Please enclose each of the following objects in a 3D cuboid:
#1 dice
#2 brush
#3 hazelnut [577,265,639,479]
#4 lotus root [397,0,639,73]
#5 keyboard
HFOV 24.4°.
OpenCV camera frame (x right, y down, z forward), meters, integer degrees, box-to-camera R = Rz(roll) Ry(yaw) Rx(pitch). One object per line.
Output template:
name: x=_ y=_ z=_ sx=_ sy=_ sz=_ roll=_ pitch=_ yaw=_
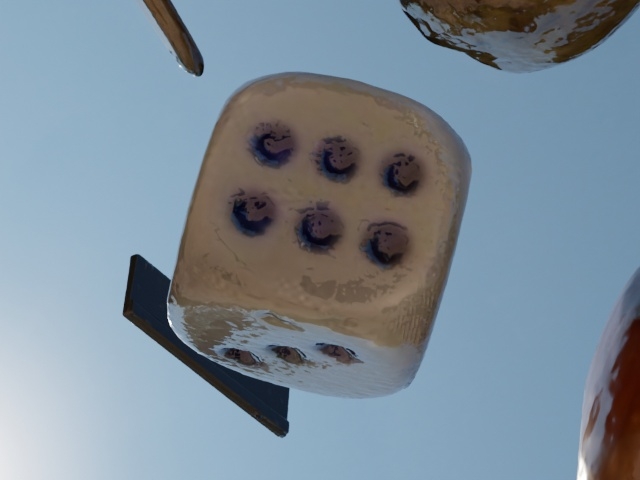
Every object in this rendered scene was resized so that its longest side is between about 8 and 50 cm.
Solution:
dice: x=0.000 y=0.000 z=1.107 sx=0.193 sy=0.194 sz=0.192 roll=17 pitch=-24 yaw=1
brush: x=-0.113 y=-0.164 z=0.755 sx=0.196 sy=0.021 sz=0.070 roll=59 pitch=-13 yaw=-24
hazelnut: x=0.345 y=0.155 z=1.081 sx=0.315 sy=0.372 sz=0.372 roll=47 pitch=-54 yaw=49
lotus root: x=0.102 y=-0.154 z=0.684 sx=0.138 sy=0.138 sz=0.214 roll=67 pitch=-24 yaw=0
keyboard: x=-0.133 y=0.135 z=1.813 sx=0.018 sy=0.101 sz=0.309 roll=-24 pitch=-47 yaw=27
